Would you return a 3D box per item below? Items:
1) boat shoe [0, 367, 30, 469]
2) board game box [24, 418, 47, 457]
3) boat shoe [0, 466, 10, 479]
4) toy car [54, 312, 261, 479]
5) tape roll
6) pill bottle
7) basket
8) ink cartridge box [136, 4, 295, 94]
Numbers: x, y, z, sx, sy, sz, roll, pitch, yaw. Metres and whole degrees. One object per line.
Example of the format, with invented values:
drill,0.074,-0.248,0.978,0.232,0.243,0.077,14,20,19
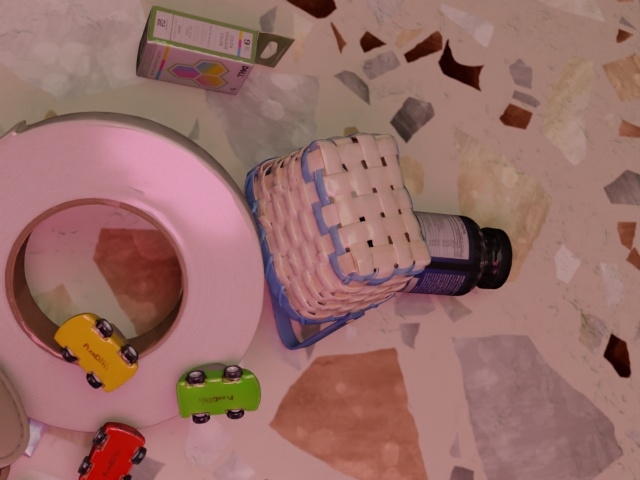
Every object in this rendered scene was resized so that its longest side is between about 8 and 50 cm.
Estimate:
boat shoe,-0.474,0.151,0.981,0.340,0.113,0.127,36,34,-3
board game box,-0.384,0.213,1.120,0.090,0.020,0.090,29,68,-11
boat shoe,-0.482,0.338,0.986,0.302,0.113,0.103,-61,141,-31
toy car,-0.182,0.182,1.040,0.224,0.053,0.239,-5,109,-5
tape roll,-0.260,0.041,1.054,0.391,0.072,0.392,-2,108,-5
pill bottle,0.165,0.020,1.314,0.219,0.123,0.123,5,74,-19
basket,0.000,0.000,1.172,0.201,0.289,0.255,-10,80,-39
ink cartridge box,-0.153,-0.266,1.286,0.209,0.109,0.062,9,73,-18
